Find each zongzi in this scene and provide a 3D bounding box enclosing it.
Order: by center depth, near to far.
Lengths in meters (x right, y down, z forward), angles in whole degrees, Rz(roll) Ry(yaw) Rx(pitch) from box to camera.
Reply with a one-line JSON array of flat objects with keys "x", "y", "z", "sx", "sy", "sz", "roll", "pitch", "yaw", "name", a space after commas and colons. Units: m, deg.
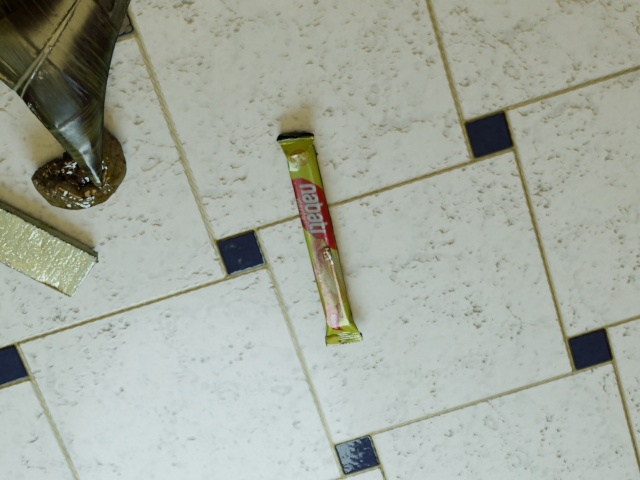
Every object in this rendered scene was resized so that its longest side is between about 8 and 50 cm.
[{"x": -0.234, "y": -0.220, "z": 1.717, "sx": 0.247, "sy": 0.111, "sz": 0.241, "roll": -37, "pitch": 109, "yaw": 10, "name": "zongzi"}]

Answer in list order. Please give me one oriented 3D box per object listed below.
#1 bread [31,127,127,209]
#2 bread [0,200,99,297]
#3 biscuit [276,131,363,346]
[{"x": -0.275, "y": -0.076, "z": 1.814, "sx": 0.113, "sy": 0.060, "sz": 0.082, "roll": -42, "pitch": 109, "yaw": 12, "name": "bread"}, {"x": -0.345, "y": 0.008, "z": 1.865, "sx": 0.153, "sy": 0.028, "sz": 0.068, "roll": 28, "pitch": 110, "yaw": -18, "name": "bread"}, {"x": 0.000, "y": 0.000, "z": 1.894, "sx": 0.048, "sy": 0.026, "sz": 0.292, "roll": -5, "pitch": 117, "yaw": 19, "name": "biscuit"}]
